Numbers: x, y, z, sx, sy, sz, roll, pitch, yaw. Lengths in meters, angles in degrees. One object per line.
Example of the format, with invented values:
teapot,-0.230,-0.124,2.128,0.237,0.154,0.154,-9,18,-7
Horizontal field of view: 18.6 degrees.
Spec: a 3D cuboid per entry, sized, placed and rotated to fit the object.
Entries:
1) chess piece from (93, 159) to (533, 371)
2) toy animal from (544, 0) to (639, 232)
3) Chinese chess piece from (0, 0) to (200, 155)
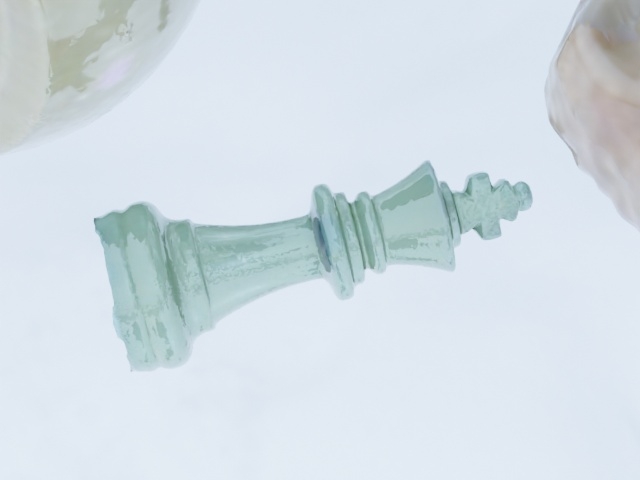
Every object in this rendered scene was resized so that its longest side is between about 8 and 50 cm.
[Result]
chess piece,0.000,0.000,0.672,0.149,0.059,0.059,-15,33,-3
toy animal,0.118,-0.073,0.376,0.184,0.104,0.185,28,102,68
Chinese chess piece,-0.152,-0.143,0.683,0.251,0.251,0.097,10,47,41
